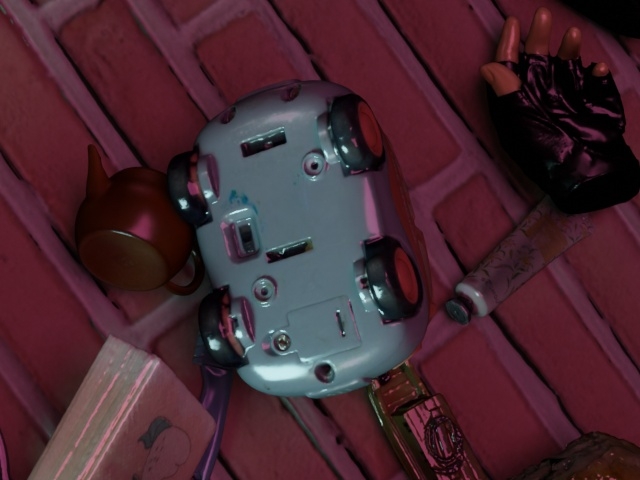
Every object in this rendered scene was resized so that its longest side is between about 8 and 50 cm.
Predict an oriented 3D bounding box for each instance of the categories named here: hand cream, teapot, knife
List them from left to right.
[{"bbox_3d":[-0.164,-0.017,1.562,0.173,0.116,0.116,45,68,-31],"label":"teapot"},{"bbox_3d":[-0.099,0.112,1.603,0.045,0.019,0.313,13,75,-4],"label":"knife"},{"bbox_3d":[0.202,0.016,1.705,0.194,0.042,0.067,-40,93,-24],"label":"hand cream"}]

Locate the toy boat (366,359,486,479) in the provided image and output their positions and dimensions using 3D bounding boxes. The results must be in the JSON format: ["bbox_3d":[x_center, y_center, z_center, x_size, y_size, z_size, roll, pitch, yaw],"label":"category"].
[{"bbox_3d":[0.100,0.185,1.621,0.057,0.077,0.200,-29,90,-20],"label":"toy boat"}]

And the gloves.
[{"bbox_3d":[0.236,-0.137,1.707,0.164,0.124,0.203,-2,58,-40],"label":"gloves"}]

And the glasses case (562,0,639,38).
[{"bbox_3d":[0.241,-0.320,1.733,0.321,0.122,0.082,37,68,-9],"label":"glasses case"}]

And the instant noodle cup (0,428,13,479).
[{"bbox_3d":[-0.375,0.199,1.405,0.302,0.181,0.258,11,76,-17],"label":"instant noodle cup"}]

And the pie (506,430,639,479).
[{"bbox_3d":[0.255,0.348,1.617,0.355,0.103,0.288,-26,103,-18],"label":"pie"}]

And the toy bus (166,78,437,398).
[{"bbox_3d":[0.000,0.000,1.554,0.194,0.232,0.287,-18,82,17],"label":"toy bus"}]

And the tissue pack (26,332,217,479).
[{"bbox_3d":[-0.210,0.259,1.462,0.071,0.170,0.325,20,72,25],"label":"tissue pack"}]
